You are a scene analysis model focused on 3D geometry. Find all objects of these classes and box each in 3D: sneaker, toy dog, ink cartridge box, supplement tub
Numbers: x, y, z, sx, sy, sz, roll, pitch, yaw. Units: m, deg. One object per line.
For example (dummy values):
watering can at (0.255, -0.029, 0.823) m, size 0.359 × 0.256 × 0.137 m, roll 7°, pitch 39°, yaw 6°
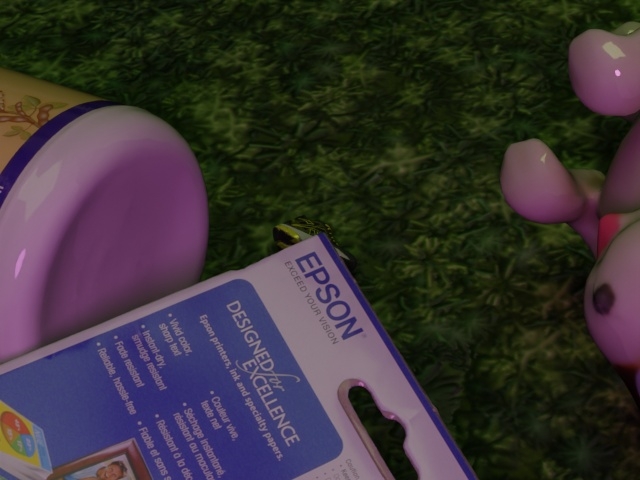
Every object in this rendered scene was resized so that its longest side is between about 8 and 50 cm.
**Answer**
sneaker at (0.000, 0.000, 1.283) m, size 0.083 × 0.031 × 0.035 m, roll 27°, pitch 51°, yaw 32°
toy dog at (0.315, -0.013, 1.122) m, size 0.395 × 0.284 × 0.408 m, roll 37°, pitch 45°, yaw -7°
ink cartridge box at (-0.063, 0.179, 0.992) m, size 0.307 × 0.072 × 0.303 m, roll -21°, pitch 64°, yaw -21°
supplement tub at (-0.277, -0.019, 1.181) m, size 0.331 × 0.241 × 0.241 m, roll 18°, pitch 47°, yaw 25°
